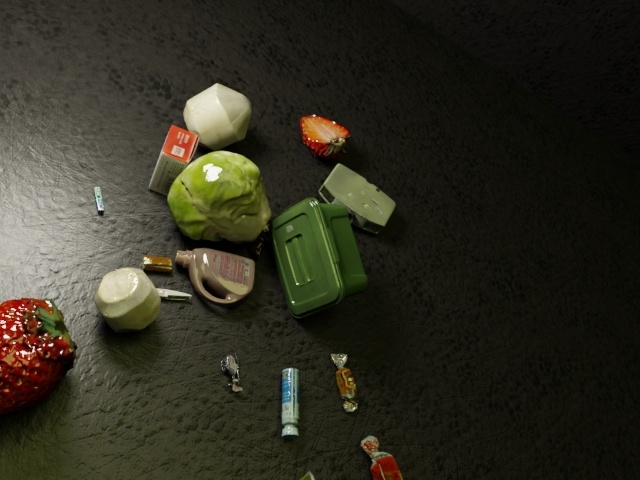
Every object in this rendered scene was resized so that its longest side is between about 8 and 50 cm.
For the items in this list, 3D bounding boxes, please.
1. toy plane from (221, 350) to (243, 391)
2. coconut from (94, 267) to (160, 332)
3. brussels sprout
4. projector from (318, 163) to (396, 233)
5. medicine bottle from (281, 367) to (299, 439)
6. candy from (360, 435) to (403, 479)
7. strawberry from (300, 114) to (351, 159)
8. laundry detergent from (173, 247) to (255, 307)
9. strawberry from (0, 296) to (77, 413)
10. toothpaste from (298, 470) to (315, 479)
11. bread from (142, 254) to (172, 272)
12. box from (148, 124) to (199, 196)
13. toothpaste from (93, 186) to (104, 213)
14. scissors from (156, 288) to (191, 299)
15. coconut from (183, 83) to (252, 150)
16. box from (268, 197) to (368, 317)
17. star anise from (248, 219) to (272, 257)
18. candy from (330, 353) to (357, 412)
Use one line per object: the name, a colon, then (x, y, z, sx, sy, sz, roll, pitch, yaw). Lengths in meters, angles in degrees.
toy plane: (-0.243, 0.360, 1.664, 0.049, 0.031, 0.121, 12, 50, -33)
coconut: (-0.501, 0.159, 1.578, 0.160, 0.162, 0.161, -2, 51, 3)
brussels sprout: (-0.293, -0.128, 1.808, 0.316, 0.274, 0.242, 10, 12, -14)
projector: (0.127, -0.139, 2.188, 0.269, 0.088, 0.194, 35, 49, -3)
medicine bottle: (-0.083, 0.451, 1.677, 0.051, 0.051, 0.191, 15, 53, -21)
candy: (0.194, 0.682, 1.668, 0.086, 0.059, 0.292, -5, 62, -36)
strawberry: (0.005, -0.383, 2.292, 0.190, 0.111, 0.236, -17, 44, -26)
laundry detergent: (-0.314, 0.107, 1.770, 0.236, 0.076, 0.171, 15, 52, -20)
strawberry: (-0.700, 0.267, 1.339, 0.288, 0.250, 0.239, -29, 80, -14)
toothpaste: (-0.099, 0.673, 1.518, 0.247, 0.047, 0.078, -18, 73, -40)
bread: (-0.470, 0.066, 1.737, 0.083, 0.036, 0.047, 7, 52, -28)
box: (-0.452, -0.240, 1.868, 0.099, 0.182, 0.133, 21, 47, -15)
toothpaste: (-0.652, -0.118, 1.773, 0.017, 0.020, 0.083, -7, 62, -28)
scissors: (-0.452, 0.149, 1.698, 0.176, 0.022, 0.086, 10, 55, -21)
coconut: (-0.335, -0.417, 2.025, 0.221, 0.202, 0.202, -26, 66, 8)
box: (-0.002, 0.049, 1.852, 0.177, 0.252, 0.329, -8, 78, -43)
star anise: (-0.187, -0.027, 1.952, 0.156, 0.053, 0.213, 7, 54, -21)
candy: (0.075, 0.417, 1.794, 0.053, 0.046, 0.182, -3, 62, -29)
